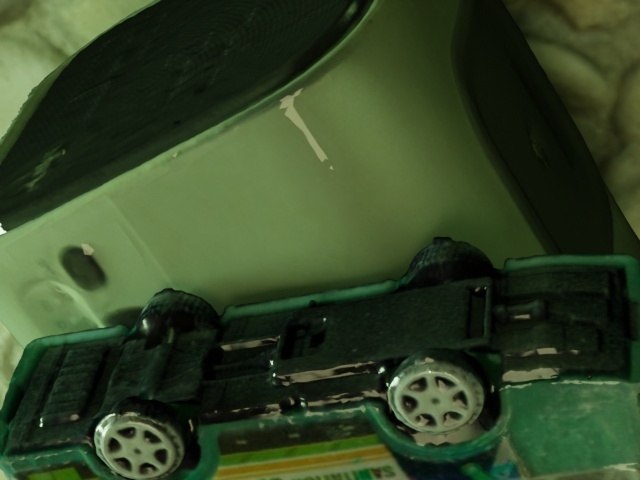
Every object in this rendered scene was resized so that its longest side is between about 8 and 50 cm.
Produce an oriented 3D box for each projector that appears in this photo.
[{"bbox_3d":[0.000,0.000,0.789,0.249,0.248,0.249,-24,115,23],"label":"projector"}]

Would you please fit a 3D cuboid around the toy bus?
[{"bbox_3d":[0.004,0.069,0.634,0.262,0.091,0.109,-9,126,16],"label":"toy bus"}]
